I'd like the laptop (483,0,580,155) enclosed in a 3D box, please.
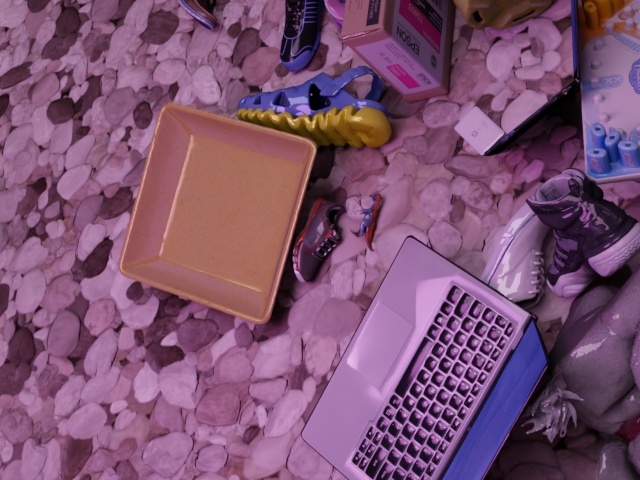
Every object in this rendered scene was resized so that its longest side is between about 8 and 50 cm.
[{"bbox_3d":[0.323,-0.261,1.677,0.264,0.234,0.136,-39,86,13],"label":"laptop"}]

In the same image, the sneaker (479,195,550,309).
[{"bbox_3d":[0.303,0.054,1.669,0.091,0.094,0.258,32,98,30],"label":"sneaker"}]

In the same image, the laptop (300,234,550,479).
[{"bbox_3d":[0.125,0.233,1.556,0.408,0.236,0.382,35,102,36],"label":"laptop"}]

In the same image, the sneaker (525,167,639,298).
[{"bbox_3d":[0.355,-0.015,1.543,0.101,0.268,0.153,-37,84,-14],"label":"sneaker"}]

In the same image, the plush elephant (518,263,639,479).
[{"bbox_3d":[0.433,0.200,1.424,0.330,0.255,0.272,-48,-2,-35],"label":"plush elephant"}]

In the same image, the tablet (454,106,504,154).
[{"bbox_3d":[0.267,-0.185,1.845,0.054,0.006,0.083,-46,51,9],"label":"tablet"}]

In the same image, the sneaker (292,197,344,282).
[{"bbox_3d":[0.000,0.000,1.909,0.065,0.061,0.158,8,74,29],"label":"sneaker"}]

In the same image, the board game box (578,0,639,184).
[{"bbox_3d":[0.561,-0.263,1.546,0.390,0.050,0.390,-8,47,19],"label":"board game box"}]

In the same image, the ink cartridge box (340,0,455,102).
[{"bbox_3d":[0.138,-0.376,1.871,0.088,0.235,0.193,-7,66,32],"label":"ink cartridge box"}]

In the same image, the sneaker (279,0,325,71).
[{"bbox_3d":[-0.041,-0.445,2.116,0.081,0.090,0.232,5,72,35],"label":"sneaker"}]

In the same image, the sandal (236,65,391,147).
[{"bbox_3d":[-0.006,-0.244,1.991,0.317,0.126,0.138,4,68,26],"label":"sandal"}]

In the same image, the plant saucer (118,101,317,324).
[{"bbox_3d":[-0.174,-0.051,1.972,0.333,0.081,0.332,17,93,25],"label":"plant saucer"}]

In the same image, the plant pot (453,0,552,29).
[{"bbox_3d":[0.285,-0.505,1.837,0.276,0.276,0.254,-27,68,22],"label":"plant pot"}]

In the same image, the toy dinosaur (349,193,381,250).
[{"bbox_3d":[0.086,-0.040,1.893,0.082,0.047,0.090,-44,85,-1],"label":"toy dinosaur"}]

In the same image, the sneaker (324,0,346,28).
[{"bbox_3d":[0.037,-0.498,2.076,0.095,0.104,0.236,-10,69,3],"label":"sneaker"}]

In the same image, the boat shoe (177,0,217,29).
[{"bbox_3d":[-0.262,-0.509,2.309,0.066,0.066,0.183,-47,52,6],"label":"boat shoe"}]
